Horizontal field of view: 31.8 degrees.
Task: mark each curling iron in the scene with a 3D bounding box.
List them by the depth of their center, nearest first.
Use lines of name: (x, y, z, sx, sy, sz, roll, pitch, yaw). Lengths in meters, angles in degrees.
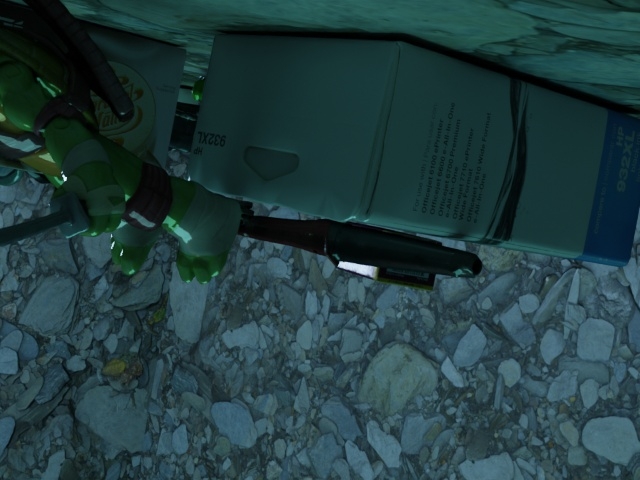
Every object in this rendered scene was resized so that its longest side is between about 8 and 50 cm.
curling iron: (0.000, 0.000, 0.862, 0.274, 0.035, 0.068, 14, -177, 35)

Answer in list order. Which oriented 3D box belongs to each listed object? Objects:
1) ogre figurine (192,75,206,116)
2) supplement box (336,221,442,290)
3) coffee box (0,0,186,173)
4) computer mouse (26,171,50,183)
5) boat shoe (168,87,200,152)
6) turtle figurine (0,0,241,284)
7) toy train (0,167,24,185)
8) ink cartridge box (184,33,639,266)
ogre figurine: (-0.068, -0.132, 1.306, 0.197, 0.097, 0.118, 1, 177, -24)
supplement box: (0.056, 0.012, 0.932, 0.055, 0.043, 0.083, 10, -178, -25)
coffee box: (-0.259, -0.132, 1.008, 0.246, 0.141, 0.098, 10, -178, -38)
computer mouse: (-0.404, -0.173, 1.342, 0.262, 0.060, 0.184, 46, 174, -14)
boat shoe: (-0.228, -0.175, 1.657, 0.114, 0.091, 0.302, 10, -178, -16)
turtle figurine: (-0.201, -0.021, 0.764, 0.198, 0.274, 0.266, -29, 140, 27)
toy train: (-0.432, -0.142, 1.156, 0.334, 0.190, 0.142, 9, -155, 41)
ink cartridge box: (0.083, -0.071, 0.911, 0.307, 0.129, 0.223, 9, -177, -41)
